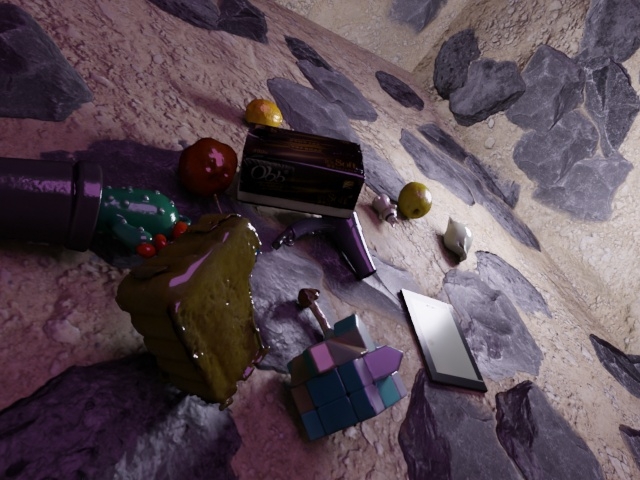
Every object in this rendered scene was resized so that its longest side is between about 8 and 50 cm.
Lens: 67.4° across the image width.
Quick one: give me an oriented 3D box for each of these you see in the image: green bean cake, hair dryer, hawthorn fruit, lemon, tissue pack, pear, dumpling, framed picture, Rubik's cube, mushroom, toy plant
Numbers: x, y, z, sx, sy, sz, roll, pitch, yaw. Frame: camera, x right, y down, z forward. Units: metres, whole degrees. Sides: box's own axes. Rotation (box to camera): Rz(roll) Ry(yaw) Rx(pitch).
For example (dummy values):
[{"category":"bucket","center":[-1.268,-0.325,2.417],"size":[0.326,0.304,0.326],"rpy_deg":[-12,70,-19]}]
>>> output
[{"category":"green bean cake","center":[-0.226,0.128,0.947],"size":[0.285,0.201,0.310],"rpy_deg":[-46,128,-47]},{"category":"hair dryer","center":[0.000,0.000,1.500],"size":[0.360,0.121,0.301],"rpy_deg":[-11,68,-40]},{"category":"hawthorn fruit","center":[-0.295,-0.140,1.321],"size":[0.165,0.165,0.286],"rpy_deg":[0,71,-46]},{"category":"lemon","center":[-0.208,-0.462,1.773],"size":[0.155,0.114,0.114],"rpy_deg":[11,44,-44]},{"category":"tissue pack","center":[-0.056,-0.201,1.457],"size":[0.369,0.198,0.210],"rpy_deg":[9,38,-8]},{"category":"pear","center":[0.401,-0.171,2.033],"size":[0.148,0.149,0.162],"rpy_deg":[28,43,-20]},{"category":"dumpling","center":[0.603,0.006,2.088],"size":[0.229,0.124,0.151],"rpy_deg":[-88,159,-44]},{"category":"framed picture","center":[0.404,0.327,1.589],"size":[0.264,0.016,0.347],"rpy_deg":[18,40,-31]},{"category":"Rubik's cube","center":[0.053,0.289,1.058],"size":[0.224,0.265,0.213],"rpy_deg":[7,56,-60]},{"category":"mushroom","center":[0.000,0.206,1.277],"size":[0.060,0.061,0.187],"rpy_deg":[-7,61,-56]},{"category":"toy plant","center":[-0.459,-0.066,0.994],"size":[0.399,0.279,0.186],"rpy_deg":[7,87,-33]}]

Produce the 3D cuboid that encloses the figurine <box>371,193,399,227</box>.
[{"category":"figurine","center":[0.276,-0.115,1.900],"size":[0.098,0.081,0.146],"rpy_deg":[-9,58,-50]}]
